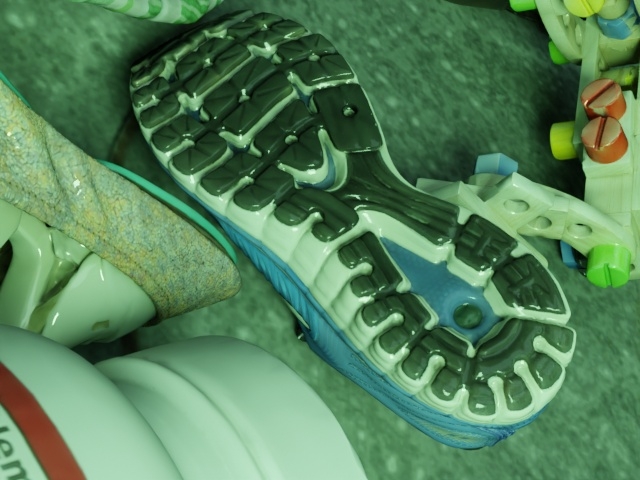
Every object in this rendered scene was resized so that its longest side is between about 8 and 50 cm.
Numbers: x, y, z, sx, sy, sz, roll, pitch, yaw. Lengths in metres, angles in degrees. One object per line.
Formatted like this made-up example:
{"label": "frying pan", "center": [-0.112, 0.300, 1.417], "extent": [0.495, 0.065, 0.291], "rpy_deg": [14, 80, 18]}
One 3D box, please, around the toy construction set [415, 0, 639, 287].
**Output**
{"label": "toy construction set", "center": [0.192, -0.093, 0.886], "extent": [0.327, 0.151, 0.215], "rpy_deg": [-63, 142, -24]}

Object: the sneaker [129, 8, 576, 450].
{"label": "sneaker", "center": [0.000, 0.000, 0.727], "extent": [0.130, 0.147, 0.330], "rpy_deg": [-32, 66, -20]}

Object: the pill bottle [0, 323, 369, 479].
{"label": "pill bottle", "center": [-0.177, 0.154, 0.401], "extent": [0.408, 0.229, 0.229], "rpy_deg": [-12, 70, -42]}

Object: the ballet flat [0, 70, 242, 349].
{"label": "ballet flat", "center": [-0.149, -0.007, 0.578], "extent": [0.316, 0.108, 0.106], "rpy_deg": [42, 57, -48]}

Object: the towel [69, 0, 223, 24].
{"label": "towel", "center": [-0.166, -0.205, 0.645], "extent": [0.248, 0.038, 0.325], "rpy_deg": [43, 8, -1]}

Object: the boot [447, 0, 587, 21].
{"label": "boot", "center": [0.210, -0.245, 1.058], "extent": [0.305, 0.112, 0.115], "rpy_deg": [11, 46, -30]}
